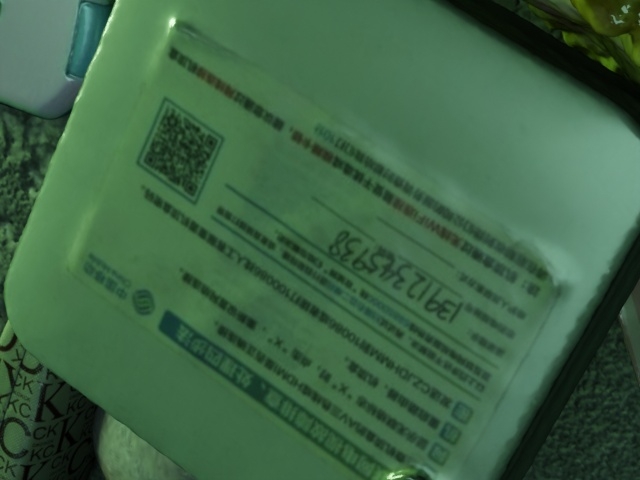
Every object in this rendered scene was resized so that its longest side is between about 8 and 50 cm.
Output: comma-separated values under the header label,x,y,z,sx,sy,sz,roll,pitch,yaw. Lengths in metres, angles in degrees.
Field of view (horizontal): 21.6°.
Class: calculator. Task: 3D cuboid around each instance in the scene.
label,x,y,z,sx,sy,sz,roll,pitch,yaw
calculator,-0.298,-0.210,1.381,0.293,0.051,0.173,21,116,13

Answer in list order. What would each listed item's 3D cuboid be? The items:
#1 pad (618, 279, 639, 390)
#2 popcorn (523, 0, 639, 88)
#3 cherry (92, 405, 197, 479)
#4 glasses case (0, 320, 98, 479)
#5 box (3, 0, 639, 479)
label,x,y,z,sx,sy,sz,roll,pitch,yaw
pad,0.361,0.030,1.235,0.299,0.005,0.202,-13,103,25
popcorn,0.239,-0.194,1.077,0.259,0.259,0.212,35,86,7
cherry,-0.077,0.170,1.355,0.266,0.183,0.213,14,113,32
glasses case,-0.238,0.154,1.440,0.085,0.137,0.355,30,117,16
box,0.000,-0.001,1.143,0.396,0.111,0.397,35,114,18
